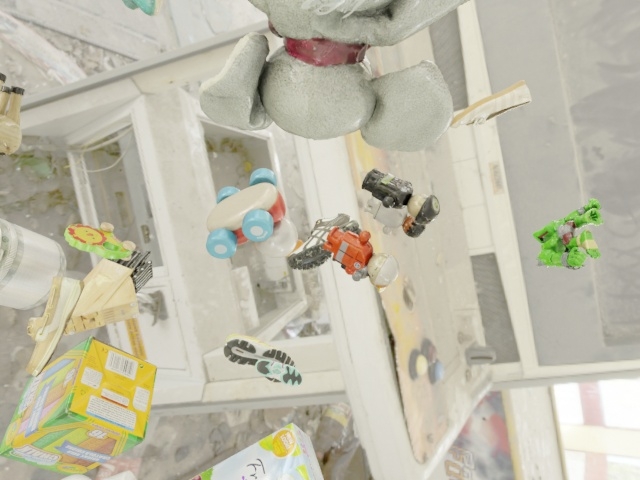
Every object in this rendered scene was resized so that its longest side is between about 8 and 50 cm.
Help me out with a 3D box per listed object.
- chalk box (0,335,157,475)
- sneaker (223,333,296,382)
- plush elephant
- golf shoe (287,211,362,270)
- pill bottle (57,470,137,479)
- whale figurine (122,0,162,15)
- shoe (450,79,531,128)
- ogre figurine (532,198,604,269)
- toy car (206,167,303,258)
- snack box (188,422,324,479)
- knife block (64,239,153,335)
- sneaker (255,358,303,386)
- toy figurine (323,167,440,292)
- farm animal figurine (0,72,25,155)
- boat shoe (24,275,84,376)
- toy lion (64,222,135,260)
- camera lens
[{"bbox_3d":[-0.387,0.273,0.689,0.132,0.213,0.132,42,23,-36],"label":"chalk box"},{"bbox_3d":[-0.155,0.291,1.131,0.209,0.094,0.081,34,86,-20],"label":"sneaker"},{"bbox_3d":[0.015,-0.219,0.440,0.255,0.272,0.329,112,-9,-52],"label":"plush elephant"},{"bbox_3d":[0.000,0.000,1.069,0.094,0.198,0.077,54,-14,38],"label":"golf shoe"},{"bbox_3d":[-0.286,0.308,0.419,0.215,0.117,0.117,-17,99,-16],"label":"pill bottle"},{"bbox_3d":[-0.303,-0.515,0.697,0.141,0.216,0.271,-13,128,-46],"label":"whale figurine"},{"bbox_3d":[0.438,-0.338,1.132,0.058,0.219,0.076,64,5,1],"label":"shoe"},{"bbox_3d":[0.548,-0.008,0.974,0.097,0.118,0.197,25,63,-20],"label":"ogre figurine"},{"bbox_3d":[-0.152,-0.019,1.149,0.238,0.210,0.219,52,22,-35],"label":"toy car"},{"bbox_3d":[-0.089,0.375,0.579,0.070,0.207,0.174,60,0,-44],"label":"snack box"},{"bbox_3d":[-0.609,0.115,1.242,0.276,0.088,0.242,-13,55,-27],"label":"knife block"},{"bbox_3d":[-0.083,0.261,0.880,0.069,0.098,0.038,125,-10,-76],"label":"sneaker"},{"bbox_3d":[0.123,-0.010,0.858,0.213,0.148,0.209,-57,166,-9],"label":"toy figurine"},{"bbox_3d":[-0.535,-0.178,0.526,0.330,0.327,0.172,15,84,-43],"label":"farm animal figurine"},{"bbox_3d":[-0.368,0.113,0.593,0.045,0.050,0.135,24,70,-23],"label":"boat shoe"},{"bbox_3d":[-0.408,0.002,0.802,0.034,0.100,0.096,-59,166,17],"label":"toy lion"},{"bbox_3d":[-0.872,0.061,1.199,0.274,0.220,0.219,53,38,-65],"label":"camera lens"}]
